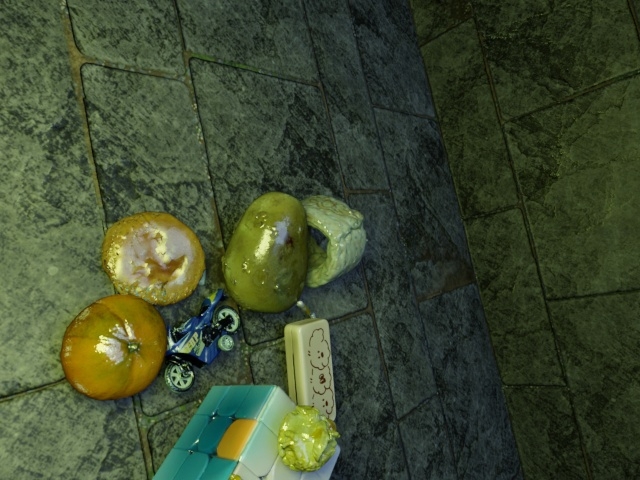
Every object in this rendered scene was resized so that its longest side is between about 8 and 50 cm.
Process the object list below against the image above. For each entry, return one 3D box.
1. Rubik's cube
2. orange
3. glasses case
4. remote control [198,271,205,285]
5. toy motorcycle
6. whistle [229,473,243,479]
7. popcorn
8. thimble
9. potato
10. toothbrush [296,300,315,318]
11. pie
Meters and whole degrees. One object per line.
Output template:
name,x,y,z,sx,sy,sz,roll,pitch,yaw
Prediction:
Rubik's cube,-0.177,0.563,1.168,0.291,0.291,0.290,52,46,-23
orange,-0.457,0.238,1.058,0.240,0.171,0.240,19,63,-42
glasses case,-0.032,0.425,1.493,0.144,0.076,0.337,-7,92,-46
remote control,-0.376,0.094,1.304,0.124,0.017,0.053,15,66,-44
toy motorcycle,-0.328,0.250,1.244,0.169,0.113,0.315,52,36,-10
whistle,-0.164,0.531,0.955,0.109,0.057,0.046,56,0,-9
popcorn,-0.032,0.451,1.058,0.141,0.162,0.136,37,87,-7
thimble,0.000,0.000,1.540,0.195,0.291,0.292,-32,102,-49
potato,-0.158,0.036,1.373,0.269,0.219,0.359,-6,106,-45
toothbrush,-0.042,0.230,1.499,0.288,0.021,0.024,66,6,-71
pie,-0.428,0.048,1.213,0.273,0.069,0.274,7,76,-31
